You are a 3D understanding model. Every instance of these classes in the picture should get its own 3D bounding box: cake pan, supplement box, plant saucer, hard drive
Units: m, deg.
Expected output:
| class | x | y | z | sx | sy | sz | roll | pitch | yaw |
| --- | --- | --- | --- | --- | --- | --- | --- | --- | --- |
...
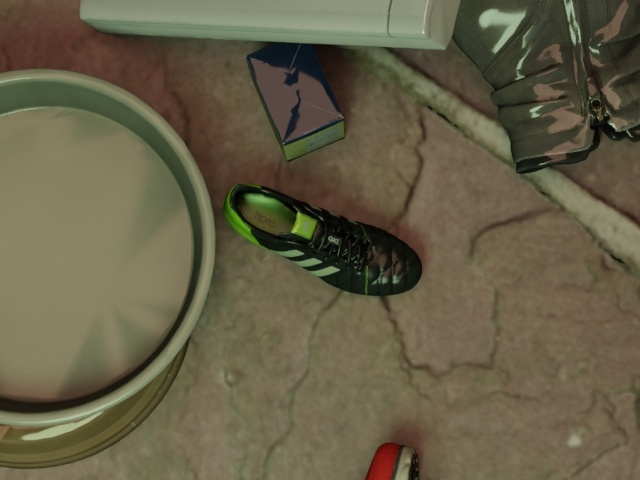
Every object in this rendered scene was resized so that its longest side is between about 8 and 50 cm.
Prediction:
| class | x | y | z | sx | sy | sz | roll | pitch | yaw |
| --- | --- | --- | --- | --- | --- | --- | --- | --- | --- |
| cake pan | -0.230 | 0.006 | 1.292 | 0.293 | 0.054 | 0.293 | 0 | 82 | 1 |
| supplement box | -0.020 | -0.120 | 1.330 | 0.056 | 0.083 | 0.083 | -23 | 82 | -2 |
| plant saucer | -0.248 | 0.054 | 1.334 | 0.277 | 0.041 | 0.278 | 0 | 82 | 0 |
| hard drive | -0.031 | -0.278 | 1.283 | 0.353 | 0.047 | 0.233 | 8 | 80 | 35 |

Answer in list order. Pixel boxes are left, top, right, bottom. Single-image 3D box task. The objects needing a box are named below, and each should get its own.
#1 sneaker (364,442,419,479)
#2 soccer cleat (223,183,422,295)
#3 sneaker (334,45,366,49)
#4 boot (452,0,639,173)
| class | x | y | z | sx | sy | sz | roll | pitch | yaw |
| --- | --- | --- | --- | --- | --- | --- | --- | --- | --- |
| sneaker | -0.011 | 0.279 | 1.266 | 0.118 | 0.107 | 0.279 | 27 | 81 | 14 |
| soccer cleat | 0.000 | 0.000 | 1.318 | 0.179 | 0.072 | 0.060 | 21 | 83 | 4 |
| sneaker | 0.078 | -0.310 | 1.337 | 0.108 | 0.121 | 0.302 | 24 | 83 | 4 |
| boot | 0.273 | -0.212 | 1.334 | 0.338 | 0.118 | 0.223 | -31 | 85 | 8 |
